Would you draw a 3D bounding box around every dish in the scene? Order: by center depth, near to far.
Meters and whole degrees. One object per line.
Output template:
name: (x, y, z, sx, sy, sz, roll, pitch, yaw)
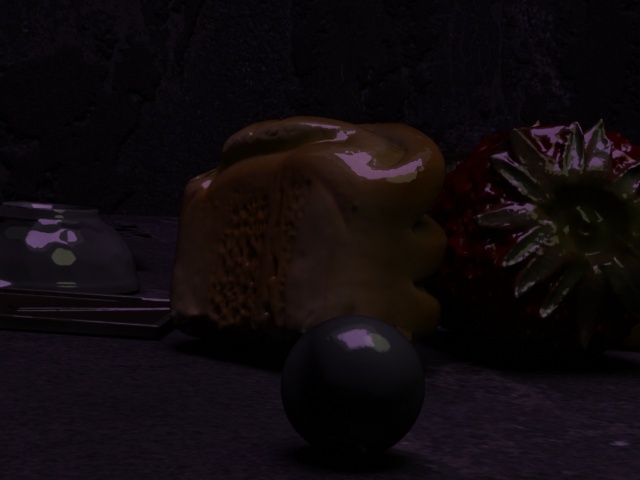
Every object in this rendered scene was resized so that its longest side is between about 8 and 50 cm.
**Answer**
dish: (-0.394, 0.008, 1.815, 0.303, 0.120, 0.303, 4, 3, 0)

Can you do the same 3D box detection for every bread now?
bread: (0.000, 0.000, 1.362, 0.316, 0.270, 0.211, -1, -14, 37)

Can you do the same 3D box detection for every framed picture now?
framed picture: (-0.326, 0.082, 1.525, 0.324, 0.020, 0.240, 4, 4, 3)

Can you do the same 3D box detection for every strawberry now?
strawberry: (0.252, 0.012, 1.474, 0.292, 0.292, 0.343, 3, -10, -7)

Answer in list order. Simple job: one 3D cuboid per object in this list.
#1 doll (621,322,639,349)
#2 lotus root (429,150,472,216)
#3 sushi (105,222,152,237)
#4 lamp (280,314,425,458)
doll: (0.385, 0.105, 1.570, 0.135, 0.071, 0.113, 9, -16, -13)
lotus root: (0.354, -0.023, 2.157, 0.346, 0.250, 0.250, 11, 7, 26)
sushi: (-0.447, 0.004, 2.234, 0.292, 0.059, 0.294, 2, 4, -12)
lamp: (0.023, 0.104, 0.915, 0.105, 0.105, 0.105, 3, 4, 0)
